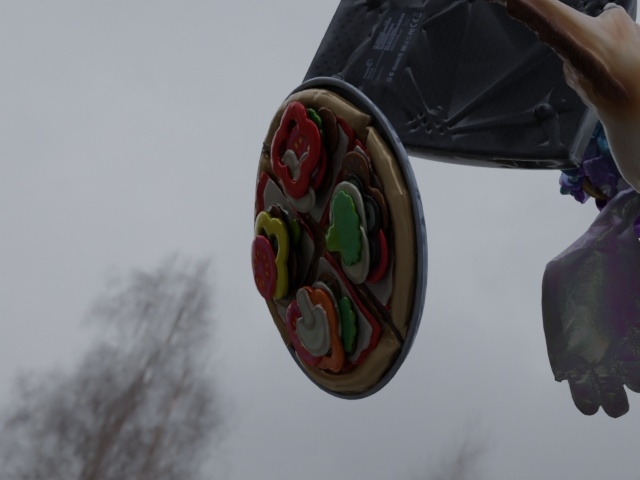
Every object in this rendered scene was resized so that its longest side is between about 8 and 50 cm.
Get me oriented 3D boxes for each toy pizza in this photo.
[{"bbox_3d":[0.000,0.000,0.997,0.032,0.201,0.201,-6,-8,-30],"label":"toy pizza"}]

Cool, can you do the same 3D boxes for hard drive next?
[{"bbox_3d":[0.114,-0.137,1.273,0.255,0.172,0.054,11,-22,34],"label":"hard drive"}]

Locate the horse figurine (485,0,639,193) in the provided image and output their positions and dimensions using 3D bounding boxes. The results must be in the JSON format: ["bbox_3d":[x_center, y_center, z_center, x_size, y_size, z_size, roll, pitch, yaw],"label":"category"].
[{"bbox_3d":[0.193,-0.053,0.909,0.263,0.066,0.174,59,17,9],"label":"horse figurine"}]

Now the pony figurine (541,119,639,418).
[{"bbox_3d":[0.368,-0.029,1.649,0.303,0.351,0.363,-13,-14,-15],"label":"pony figurine"}]
